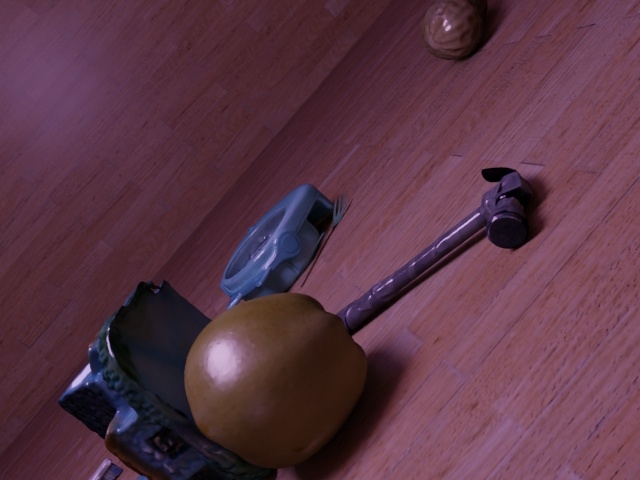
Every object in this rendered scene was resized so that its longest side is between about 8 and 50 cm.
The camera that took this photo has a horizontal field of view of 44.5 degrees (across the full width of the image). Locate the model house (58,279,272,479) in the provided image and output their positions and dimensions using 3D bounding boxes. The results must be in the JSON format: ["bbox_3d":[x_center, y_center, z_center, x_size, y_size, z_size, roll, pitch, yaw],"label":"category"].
[{"bbox_3d":[-0.216,0.226,0.998,0.241,0.261,0.226,-43,15,21],"label":"model house"}]

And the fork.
[{"bbox_3d":[0.002,0.001,1.430,0.039,0.021,0.235,-39,18,49],"label":"fork"}]

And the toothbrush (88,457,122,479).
[{"bbox_3d":[-0.506,0.577,1.413,0.418,0.040,0.042,-53,17,-16],"label":"toothbrush"}]

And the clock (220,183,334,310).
[{"bbox_3d":[-0.092,0.030,1.495,0.223,0.094,0.274,-38,20,40],"label":"clock"}]

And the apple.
[{"bbox_3d":[-0.049,0.153,0.863,0.200,0.200,0.200,-45,15,15],"label":"apple"}]

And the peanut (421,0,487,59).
[{"bbox_3d":[0.272,-0.449,1.590,0.136,0.120,0.298,-34,17,32],"label":"peanut"}]

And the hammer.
[{"bbox_3d":[0.090,0.057,0.970,0.427,0.044,0.152,-41,15,31],"label":"hammer"}]
